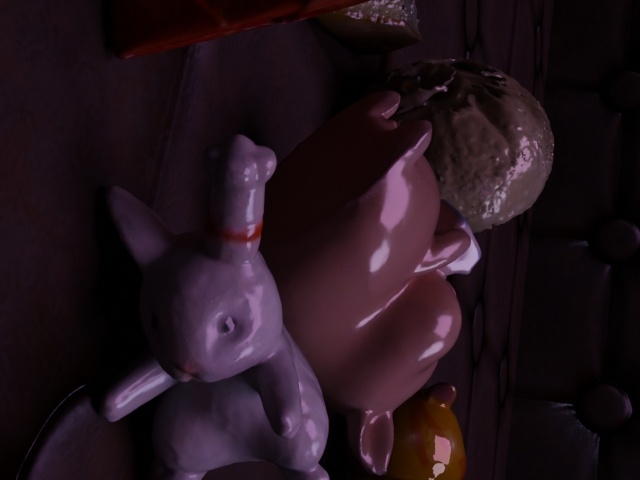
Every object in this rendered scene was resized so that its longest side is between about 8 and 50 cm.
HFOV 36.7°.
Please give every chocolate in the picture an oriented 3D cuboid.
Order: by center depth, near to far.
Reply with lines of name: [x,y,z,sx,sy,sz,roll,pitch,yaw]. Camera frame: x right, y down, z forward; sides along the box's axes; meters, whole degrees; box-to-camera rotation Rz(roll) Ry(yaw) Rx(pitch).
chocolate: [-0.006,-0.215,0.673,0.237,0.235,0.108,-49,125,-60]

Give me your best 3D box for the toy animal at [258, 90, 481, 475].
toy animal: [0.035,0.029,0.864,0.256,0.213,0.195,60,-6,-30]

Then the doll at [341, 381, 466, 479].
doll: [0.092,0.311,1.157,0.162,0.166,0.270,57,38,-63]

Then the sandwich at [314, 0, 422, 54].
sandwich: [0.053,-0.263,1.041,0.258,0.096,0.094,-7,94,-74]

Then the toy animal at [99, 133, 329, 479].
toy animal: [-0.075,0.068,0.656,0.282,0.140,0.138,77,16,-48]

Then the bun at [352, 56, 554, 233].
bun: [0.140,-0.122,1.093,0.259,0.259,0.152,-59,143,-53]
